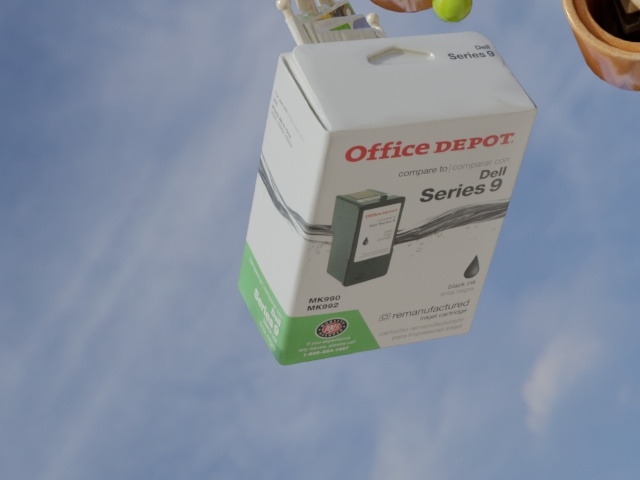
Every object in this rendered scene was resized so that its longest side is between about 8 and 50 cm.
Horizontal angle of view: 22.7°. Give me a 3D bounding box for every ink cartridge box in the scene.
[{"bbox_3d":[0.055,-0.037,1.476,0.211,0.121,0.289,-9,-45,-21],"label":"ink cartridge box"}]

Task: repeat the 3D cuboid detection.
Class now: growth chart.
[{"bbox_3d":[0.038,-0.198,1.747,0.021,0.172,0.237,-26,-8,27],"label":"growth chart"}]

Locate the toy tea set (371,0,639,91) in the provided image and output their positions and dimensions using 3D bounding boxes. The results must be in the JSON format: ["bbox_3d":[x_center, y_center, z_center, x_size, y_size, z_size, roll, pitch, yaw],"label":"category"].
[{"bbox_3d":[0.059,-0.203,0.764,0.200,0.336,0.124,-64,-17,-13],"label":"toy tea set"}]
